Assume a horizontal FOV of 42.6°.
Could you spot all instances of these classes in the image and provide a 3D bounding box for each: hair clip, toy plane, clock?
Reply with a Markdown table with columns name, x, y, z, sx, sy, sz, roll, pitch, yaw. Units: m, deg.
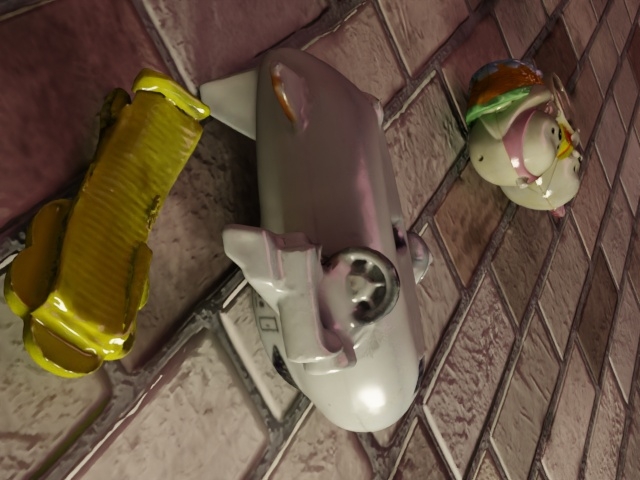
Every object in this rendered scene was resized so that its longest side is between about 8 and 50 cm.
| name | x | y | z | sx | sy | sz | roll | pitch | yaw |
| --- | --- | --- | --- | --- | --- | --- | --- | --- | --- |
| hair clip | -0.107 | -0.012 | 0.411 | 0.072 | 0.046 | 0.173 | 35 | 49 | -32 |
| toy plane | 0.000 | 0.000 | 0.513 | 0.245 | 0.117 | 0.244 | -11 | 90 | -76 |
| clock | 0.219 | -0.108 | 0.882 | 0.231 | 0.103 | 0.144 | 21 | 53 | -53 |
